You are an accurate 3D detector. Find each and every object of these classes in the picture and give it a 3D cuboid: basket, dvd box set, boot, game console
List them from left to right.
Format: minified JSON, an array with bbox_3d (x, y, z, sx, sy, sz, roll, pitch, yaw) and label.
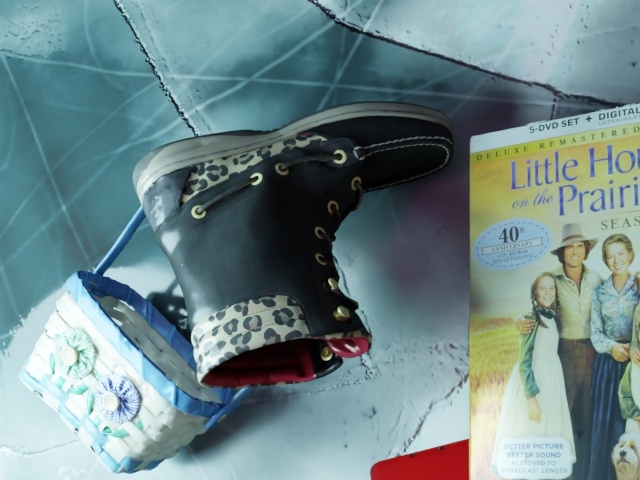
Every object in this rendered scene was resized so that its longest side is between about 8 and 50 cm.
[{"bbox_3d":[-0.185,0.120,1.282,0.255,0.201,0.289,40,89,17],"label":"basket"},{"bbox_3d":[0.000,0.000,1.207,0.378,0.138,0.284,-9,59,-14],"label":"boot"},{"bbox_3d":[0.141,0.315,1.259,0.144,0.085,0.124,-17,108,13],"label":"game console"},{"bbox_3d":[0.303,0.068,1.143,0.308,0.062,0.420,-7,73,35],"label":"dvd box set"}]
